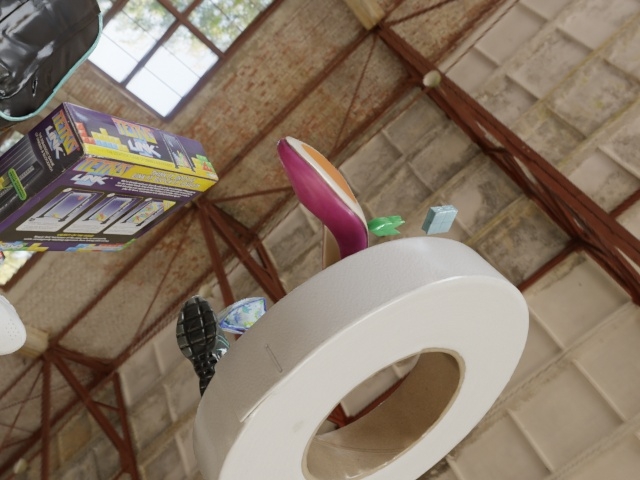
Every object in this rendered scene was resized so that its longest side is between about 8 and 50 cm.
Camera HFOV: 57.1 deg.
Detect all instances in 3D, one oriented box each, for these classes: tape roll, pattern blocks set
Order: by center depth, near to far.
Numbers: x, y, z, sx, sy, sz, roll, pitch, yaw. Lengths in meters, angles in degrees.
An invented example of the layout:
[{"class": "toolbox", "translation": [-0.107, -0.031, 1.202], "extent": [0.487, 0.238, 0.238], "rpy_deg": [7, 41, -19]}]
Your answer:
[{"class": "tape roll", "translation": [0.054, 0.171, 0.637], "extent": [0.392, 0.392, 0.072], "rpy_deg": [-47, -132, 7]}, {"class": "pattern blocks set", "translation": [0.111, 0.083, 0.996], "extent": [0.285, 0.325, 0.026], "rpy_deg": [-16, -134, -21]}]

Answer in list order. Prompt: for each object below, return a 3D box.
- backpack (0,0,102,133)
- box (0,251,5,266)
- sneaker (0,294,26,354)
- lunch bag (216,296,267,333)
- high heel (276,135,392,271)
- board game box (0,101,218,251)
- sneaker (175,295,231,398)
[{"class": "backpack", "translation": [-0.275, -0.182, 0.465], "extent": [0.144, 0.166, 0.188], "rpy_deg": [-11, -140, 32]}, {"class": "box", "translation": [-0.637, 0.070, 0.959], "extent": [0.207, 0.036, 0.114], "rpy_deg": [-15, -149, -1]}, {"class": "sneaker", "translation": [-0.533, 0.105, 0.817], "extent": [0.129, 0.297, 0.111], "rpy_deg": [30, -101, 35]}, {"class": "lunch bag", "translation": [-0.239, 0.225, 1.713], "extent": [0.129, 0.151, 0.096], "rpy_deg": [-17, -93, 63]}, {"class": "high heel", "translation": [0.000, 0.000, 0.626], "extent": [0.117, 0.244, 0.082], "rpy_deg": [-33, -137, 12]}, {"class": "board game box", "translation": [-0.193, -0.043, 0.505], "extent": [0.141, 0.170, 0.048], "rpy_deg": [-33, -103, 18]}, {"class": "sneaker", "translation": [-0.245, 0.254, 1.308], "extent": [0.101, 0.106, 0.267], "rpy_deg": [-20, -104, 6]}]
